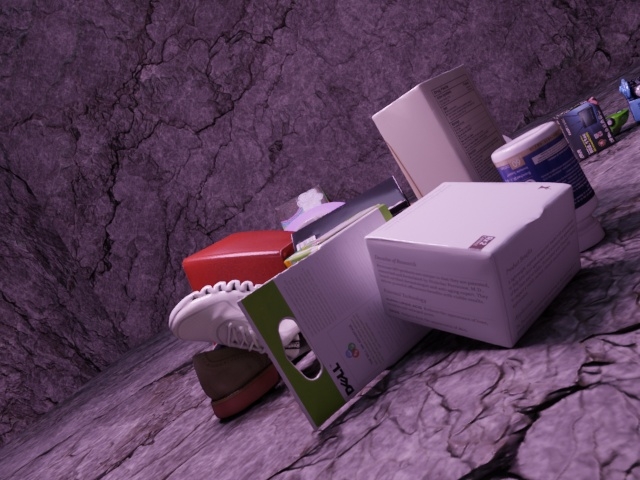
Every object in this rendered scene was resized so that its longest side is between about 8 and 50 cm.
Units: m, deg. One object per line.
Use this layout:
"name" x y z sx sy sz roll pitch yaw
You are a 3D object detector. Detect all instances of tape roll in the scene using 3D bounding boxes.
"tape roll" 0.008 0.015 1.508 0.275 0.090 0.275 -20 40 18

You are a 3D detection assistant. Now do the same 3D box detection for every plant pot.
"plant pot" -0.138 0.108 1.318 0.236 0.267 0.267 -16 10 23

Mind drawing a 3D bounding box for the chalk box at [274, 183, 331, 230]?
"chalk box" 0.000 0.000 1.728 0.180 0.289 0.179 -28 -29 5

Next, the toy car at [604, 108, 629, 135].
"toy car" 0.695 -0.273 1.354 0.239 0.053 0.225 -33 5 -27

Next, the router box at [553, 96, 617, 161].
"router box" 0.620 -0.260 1.226 0.092 0.122 0.038 -29 9 15

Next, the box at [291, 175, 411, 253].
"box" 0.096 0.007 1.152 0.261 0.184 0.103 -29 38 11

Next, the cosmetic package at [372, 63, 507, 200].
"cosmetic package" 0.237 -0.115 0.867 0.160 0.309 0.113 -33 4 -42

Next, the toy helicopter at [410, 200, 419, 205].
"toy helicopter" 0.126 -0.030 1.288 0.355 0.140 0.235 -19 -5 -22

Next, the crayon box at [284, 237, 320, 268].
"crayon box" 0.057 0.064 0.944 0.081 0.165 0.278 -36 6 -28

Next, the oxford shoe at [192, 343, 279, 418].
"oxford shoe" -0.101 0.176 0.973 0.123 0.130 0.348 -28 5 28

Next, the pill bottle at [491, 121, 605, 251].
"pill bottle" 0.315 -0.067 0.715 0.094 0.169 0.094 -30 3 2

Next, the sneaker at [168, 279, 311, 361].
"sneaker" -0.094 0.137 0.845 0.292 0.118 0.110 -1 -46 -15

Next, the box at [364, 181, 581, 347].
"box" 0.186 0.015 0.636 0.181 0.119 0.182 -32 26 -34

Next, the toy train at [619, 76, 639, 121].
"toy train" 0.796 -0.358 1.296 0.080 0.105 0.184 -17 11 30

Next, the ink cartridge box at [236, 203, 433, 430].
"ink cartridge box" 0.021 0.093 0.702 0.255 0.189 0.097 -33 5 -29

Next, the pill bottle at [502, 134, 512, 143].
"pill bottle" 0.438 -0.210 1.531 0.176 0.176 0.318 -31 4 -12
